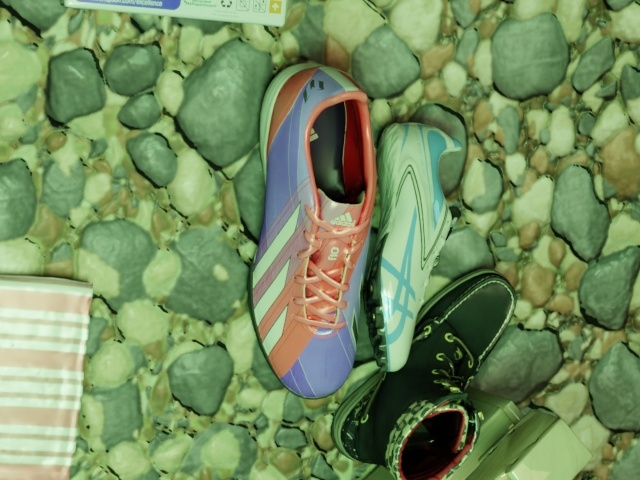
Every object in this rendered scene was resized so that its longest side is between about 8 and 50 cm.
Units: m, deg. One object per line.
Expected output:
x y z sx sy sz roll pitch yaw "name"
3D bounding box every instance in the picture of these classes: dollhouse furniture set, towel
0.196 0.324 1.599 0.198 0.286 0.303 -43 102 -10 "dollhouse furniture set"
-0.284 0.125 1.500 0.144 0.029 0.197 6 97 -23 "towel"

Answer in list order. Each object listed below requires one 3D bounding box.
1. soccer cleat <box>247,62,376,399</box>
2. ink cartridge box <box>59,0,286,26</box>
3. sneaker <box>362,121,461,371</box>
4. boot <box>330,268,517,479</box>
0.000 0.000 1.542 0.108 0.116 0.318 -4 102 -23 "soccer cleat"
-0.119 -0.299 1.470 0.206 0.045 0.208 2 101 -23 "ink cartridge box"
0.087 0.007 1.580 0.086 0.085 0.237 7 85 -6 "sneaker"
0.124 0.133 1.585 0.236 0.178 0.085 -46 106 -7 "boot"
